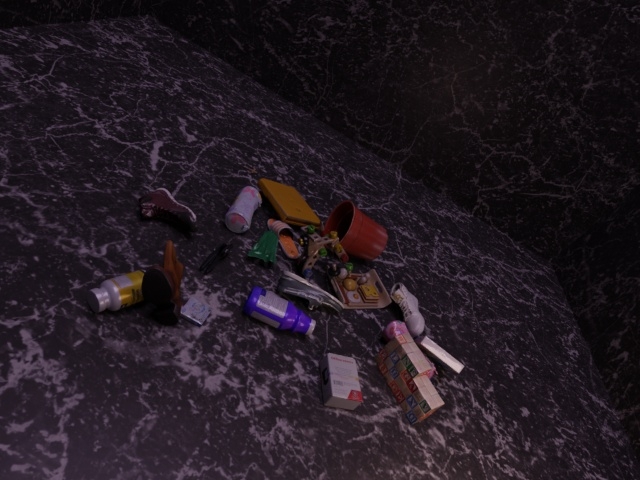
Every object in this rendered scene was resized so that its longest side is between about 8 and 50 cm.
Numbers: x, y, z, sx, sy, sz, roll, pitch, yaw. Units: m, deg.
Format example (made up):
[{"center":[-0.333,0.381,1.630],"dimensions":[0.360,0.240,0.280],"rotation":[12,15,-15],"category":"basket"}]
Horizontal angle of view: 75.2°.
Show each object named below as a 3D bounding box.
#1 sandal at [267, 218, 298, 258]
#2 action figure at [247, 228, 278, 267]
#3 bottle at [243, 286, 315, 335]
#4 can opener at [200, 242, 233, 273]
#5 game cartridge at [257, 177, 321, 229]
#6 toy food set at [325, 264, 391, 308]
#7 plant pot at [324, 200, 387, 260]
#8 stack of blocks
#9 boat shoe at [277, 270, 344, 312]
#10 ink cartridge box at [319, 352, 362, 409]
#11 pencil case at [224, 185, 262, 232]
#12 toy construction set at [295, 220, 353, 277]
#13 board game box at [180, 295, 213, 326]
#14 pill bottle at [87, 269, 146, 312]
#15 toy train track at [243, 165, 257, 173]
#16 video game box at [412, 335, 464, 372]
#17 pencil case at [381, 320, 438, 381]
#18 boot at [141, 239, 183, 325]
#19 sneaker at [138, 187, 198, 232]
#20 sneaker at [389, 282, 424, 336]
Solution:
[{"center":[-0.165,-0.026,2.027],"dimensions":[0.101,0.076,0.265],"rotation":[-3,48,-42],"category":"sandal"},{"center":[-0.246,0.024,1.907],"dimensions":[0.137,0.064,0.232],"rotation":[24,38,-11],"category":"action figure"},{"center":[-0.157,0.285,1.623],"dimensions":[0.282,0.092,0.118],"rotation":[27,34,-10],"category":"bottle"},{"center":[-0.432,0.068,1.703],"dimensions":[0.059,0.073,0.186],"rotation":[42,43,-1],"category":"can opener"},{"center":[-0.167,-0.197,2.216],"dimensions":[0.285,0.053,0.324],"rotation":[11,33,-49],"category":"game cartridge"},{"center":[0.184,0.215,2.000],"dimensions":[0.305,0.093,0.220],"rotation":[6,42,-34],"category":"toy food set"},{"center":[0.193,-0.031,2.194],"dimensions":[0.264,0.272,0.273],"rotation":[26,33,-26],"category":"plant pot"},{"center":[0.357,0.544,1.655],"dimensions":[0.087,0.171,0.297],"rotation":[1,46,-39],"category":"stack of blocks"},{"center":[-0.044,0.244,1.798],"dimensions":[0.319,0.116,0.099],"rotation":[32,76,-15],"category":"boat shoe"},{"center":[0.073,0.520,1.535],"dimensions":[0.127,0.072,0.175],"rotation":[18,36,-21],"category":"ink cartridge box"},{"center":[-0.366,-0.149,1.984],"dimensions":[0.124,0.113,0.273],"rotation":[45,29,-20],"category":"pencil case"},{"center":[0.000,0.000,1.934],"dimensions":[0.257,0.238,0.309],"rotation":[-7,32,-1],"category":"toy construction set"},{"center":[-0.445,0.254,1.485],"dimensions":[0.090,0.020,0.090],"rotation":[32,34,-4],"category":"board game box"},{"center":[-0.647,0.167,1.350],"dimensions":[0.103,0.103,0.184],"rotation":[45,35,17],"category":"pill bottle"},{"center":[-0.400,-0.400,2.366],"dimensions":[0.083,0.014,0.048],"rotation":[27,40,1],"category":"toy train track"},{"center":[0.516,0.505,1.854],"dimensions":[0.205,0.187,0.048],"rotation":[37,77,7],"category":"video game box"},{"center":[0.381,0.484,1.795],"dimensions":[0.124,0.124,0.284],"rotation":[0,43,-40],"category":"pencil case"},{"center":[-0.516,0.102,1.416],"dimensions":[0.096,0.264,0.281],"rotation":[-10,44,0],"category":"boot"},{"center":[-0.646,-0.103,1.716],"dimensions":[0.281,0.107,0.162],"rotation":[36,38,21],"category":"sneaker"},{"center":[0.403,0.323,2.001],"dimensions":[0.169,0.108,0.293],"rotation":[45,20,-19],"category":"sneaker"}]
